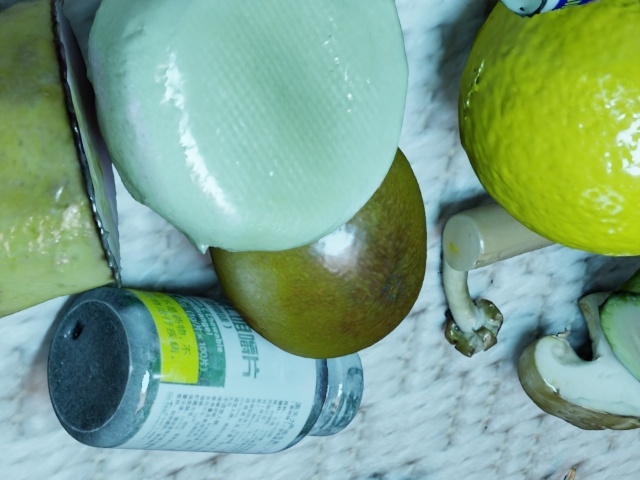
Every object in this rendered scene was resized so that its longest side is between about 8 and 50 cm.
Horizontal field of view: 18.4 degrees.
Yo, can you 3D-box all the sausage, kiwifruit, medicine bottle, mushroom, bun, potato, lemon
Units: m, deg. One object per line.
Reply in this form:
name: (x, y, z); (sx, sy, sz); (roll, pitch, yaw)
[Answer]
sausage: (0.247, -0.032, 1.961); (0.301, 0.066, 0.066); (-14, 137, -34)
kiwifruit: (0.000, 0.000, 1.701); (0.196, 0.196, 0.234); (-28, 145, -13)
medicine bottle: (-0.095, 0.123, 1.791); (0.293, 0.141, 0.141); (9, 123, -44)
mushroom: (0.150, 0.048, 1.985); (0.060, 0.061, 0.187); (-27, 137, -14)
bun: (-0.071, -0.128, 1.516); (0.283, 0.179, 0.283); (-7, 101, -42)
potato: (-0.285, -0.035, 1.445); (0.266, 0.229, 0.229); (-16, 140, -4)
lemon: (0.258, -0.118, 1.715); (0.293, 0.293, 0.293); (-22, 140, -20)
mushroom: (0.318, 0.146, 2.185); (0.285, 0.156, 0.151); (-6, 160, -32)

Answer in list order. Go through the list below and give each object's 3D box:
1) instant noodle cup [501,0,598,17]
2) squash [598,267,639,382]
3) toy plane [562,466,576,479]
instant noodle cup: (0.276, -0.314, 1.557); (0.312, 0.284, 0.284); (-20, 140, -10)
squash: (0.508, 0.028, 2.032); (0.384, 0.263, 0.263); (-42, 145, -14)
toy plane: (0.266, 0.343, 2.396); (0.135, 0.062, 0.188); (-3, 117, -37)
